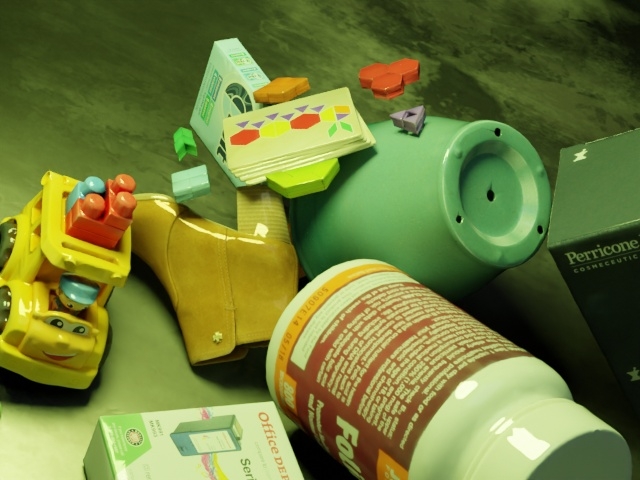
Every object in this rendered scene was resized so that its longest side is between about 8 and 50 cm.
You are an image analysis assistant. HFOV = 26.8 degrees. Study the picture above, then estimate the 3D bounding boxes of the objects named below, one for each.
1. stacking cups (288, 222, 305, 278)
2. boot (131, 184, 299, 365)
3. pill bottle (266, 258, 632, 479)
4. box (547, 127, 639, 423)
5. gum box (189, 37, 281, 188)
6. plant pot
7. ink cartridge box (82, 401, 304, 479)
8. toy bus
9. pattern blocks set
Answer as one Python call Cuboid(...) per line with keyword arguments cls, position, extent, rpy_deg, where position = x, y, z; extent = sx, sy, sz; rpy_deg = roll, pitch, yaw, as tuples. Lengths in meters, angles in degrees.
Cuboid(cls="stacking cups", position=(0.000, 0.000, 1.814), extent=(0.316, 0.096, 0.096), rpy_deg=(-24, 60, -34))
Cuboid(cls="boot", position=(-0.171, 0.050, 1.659), extent=(0.295, 0.104, 0.211), rpy_deg=(-7, 76, 14))
Cuboid(cls="pill bottle", position=(0.133, 0.194, 1.471), extent=(0.224, 0.224, 0.392), rpy_deg=(-12, 30, -33))
Cuboid(cls="box", position=(0.502, 0.052, 1.686), extent=(0.395, 0.293, 0.212), rpy_deg=(57, 32, -28))
Cuboid(cls="gum box", position=(-0.106, -0.162, 1.867), extent=(0.041, 0.157, 0.184), rpy_deg=(-15, 55, -34))
Cuboid(cls="plant pot", position=(0.142, -0.041, 1.701), extent=(0.271, 0.255, 0.272), rpy_deg=(7, 77, -34))
Cuboid(cls="ink cartridge box", position=(-0.134, 0.267, 1.466), extent=(0.212, 0.093, 0.154), rpy_deg=(0, 47, -28))
Cuboid(cls="toy bus", position=(-0.280, 0.027, 1.539), extent=(0.149, 0.211, 0.220), rpy_deg=(22, 40, -29))
Cuboid(cls="pattern blocks set", position=(-0.029, -0.133, 1.675), extent=(0.325, 0.026, 0.285), rpy_deg=(-10, 33, 8))
